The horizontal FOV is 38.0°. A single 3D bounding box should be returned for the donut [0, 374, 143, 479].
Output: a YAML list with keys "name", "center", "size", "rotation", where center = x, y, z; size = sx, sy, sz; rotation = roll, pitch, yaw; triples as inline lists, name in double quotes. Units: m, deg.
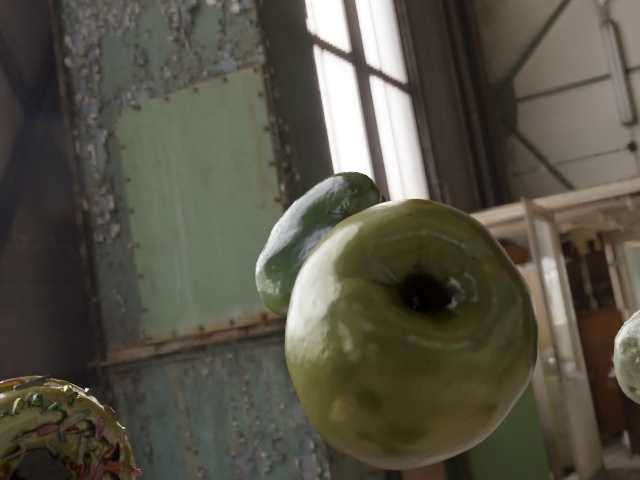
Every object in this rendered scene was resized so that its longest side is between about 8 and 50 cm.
- name: "donut"
  center: [-0.208, 0.182, 0.669]
  size: [0.175, 0.174, 0.068]
  rotation: [-4, -7, -34]

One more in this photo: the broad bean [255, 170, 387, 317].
- name: "broad bean"
  center: [0.000, 0.000, 1.246]
  size: [0.169, 0.228, 0.100]
  rotation: [4, -37, 42]

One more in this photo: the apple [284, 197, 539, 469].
- name: "apple"
  center: [0.088, 0.095, 0.923]
  size: [0.263, 0.262, 0.262]
  rotation: [-9, -8, -1]

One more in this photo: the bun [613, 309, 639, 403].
- name: "bun"
  center: [0.468, 0.160, 1.179]
  size: [0.183, 0.183, 0.102]
  rotation: [-11, 26, 9]
